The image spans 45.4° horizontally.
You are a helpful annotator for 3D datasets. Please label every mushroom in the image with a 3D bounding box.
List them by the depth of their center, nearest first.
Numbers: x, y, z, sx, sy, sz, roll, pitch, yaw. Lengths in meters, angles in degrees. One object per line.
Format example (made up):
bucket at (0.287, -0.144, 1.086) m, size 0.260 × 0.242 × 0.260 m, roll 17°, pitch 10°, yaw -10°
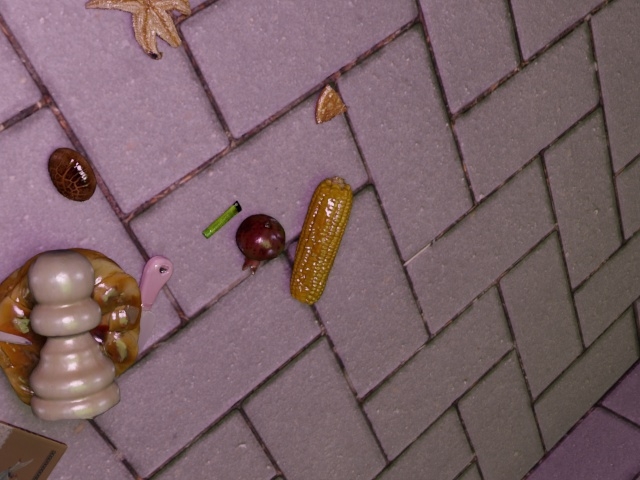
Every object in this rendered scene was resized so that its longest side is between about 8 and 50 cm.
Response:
mushroom at (-0.535, -0.140, 1.647) m, size 0.085 × 0.109 × 0.126 m, roll -35°, pitch 109°, yaw -16°

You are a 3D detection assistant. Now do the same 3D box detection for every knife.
knife at (-0.443, 0.192, 1.898) m, size 0.081 × 0.043 × 0.335 m, roll 11°, pitch 107°, yaw -46°

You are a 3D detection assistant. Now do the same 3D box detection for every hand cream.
hand cream at (-0.249, -0.051, 1.945) m, size 0.122 × 0.023 × 0.036 m, roll -42°, pitch 137°, yaw -17°

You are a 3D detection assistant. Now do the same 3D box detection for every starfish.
starfish at (-0.383, -0.504, 1.643) m, size 0.216 × 0.071 × 0.238 m, roll -34°, pitch 119°, yaw -29°

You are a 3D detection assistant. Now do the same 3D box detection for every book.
book at (-0.776, 0.522, 1.778) m, size 0.310 × 0.021 × 0.216 m, roll 37°, pitch 84°, yaw -40°

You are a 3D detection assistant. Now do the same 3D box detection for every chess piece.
chess piece at (-0.510, 0.181, 1.552) m, size 0.182 × 0.182 × 0.330 m, roll -10°, pitch 103°, yaw -34°

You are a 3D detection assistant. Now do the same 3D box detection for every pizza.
pizza at (0.015, -0.350, 2.028) m, size 0.099 × 0.029 × 0.100 m, roll -49°, pitch 127°, yaw -1°

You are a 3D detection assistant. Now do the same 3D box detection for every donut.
donut at (-0.566, 0.197, 1.713) m, size 0.361 × 0.170 × 0.360 m, roll -12°, pitch 113°, yaw -32°

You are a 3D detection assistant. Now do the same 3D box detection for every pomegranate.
pomegranate at (-0.168, 0.007, 1.976) m, size 0.159 × 0.129 × 0.129 m, roll -43°, pitch 133°, yaw 18°

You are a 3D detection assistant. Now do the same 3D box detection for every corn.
corn at (0.000, 0.000, 2.090) m, size 0.121 × 0.120 × 0.363 m, roll 7°, pitch 103°, yaw -38°

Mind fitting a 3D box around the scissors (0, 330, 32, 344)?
scissors at (-0.733, 0.174, 1.561) m, size 0.300 × 0.022 × 0.109 m, roll 13°, pitch 103°, yaw -2°
